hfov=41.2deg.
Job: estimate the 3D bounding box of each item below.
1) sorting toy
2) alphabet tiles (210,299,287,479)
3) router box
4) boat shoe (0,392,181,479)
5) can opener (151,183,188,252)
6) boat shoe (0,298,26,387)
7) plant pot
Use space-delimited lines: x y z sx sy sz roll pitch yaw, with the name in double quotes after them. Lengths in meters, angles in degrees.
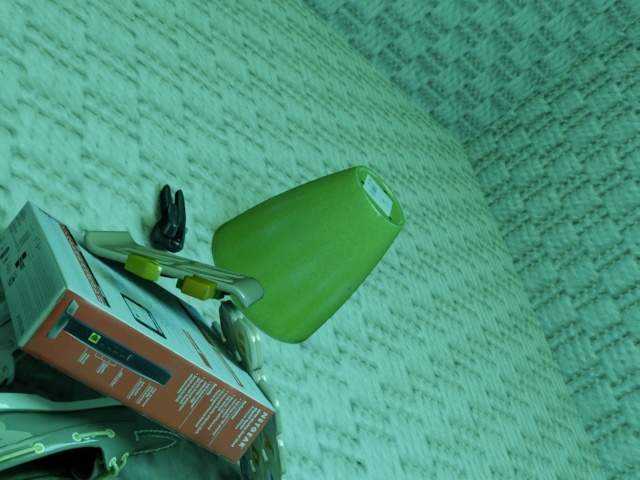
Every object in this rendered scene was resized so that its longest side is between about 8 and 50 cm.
-0.197 0.044 1.125 0.229 0.041 0.307 20 1 2 "sorting toy"
-0.095 0.230 1.159 0.278 0.021 0.284 -148 -131 -62 "alphabet tiles"
-0.243 0.105 1.063 0.301 0.082 0.335 38 -1 -30 "router box"
-0.280 0.236 0.981 0.305 0.109 0.091 13 46 -48 "boat shoe"
-0.252 -0.041 1.465 0.059 0.073 0.186 34 20 -22 "can opener"
-0.377 0.136 0.957 0.076 0.083 0.226 42 24 -9 "boat shoe"
0.000 0.000 1.573 0.275 0.293 0.275 41 27 -26 "plant pot"
